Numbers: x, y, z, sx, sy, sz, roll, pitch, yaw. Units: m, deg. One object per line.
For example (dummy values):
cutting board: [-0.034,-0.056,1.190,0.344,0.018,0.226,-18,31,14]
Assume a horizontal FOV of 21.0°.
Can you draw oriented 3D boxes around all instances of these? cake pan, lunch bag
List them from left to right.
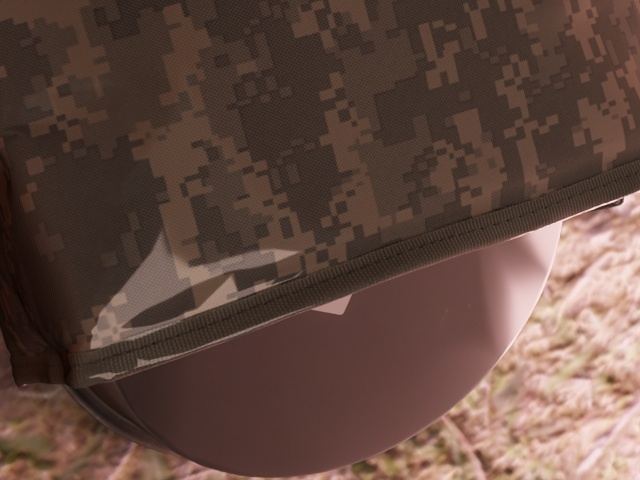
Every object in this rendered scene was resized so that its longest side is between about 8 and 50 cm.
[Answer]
lunch bag: [-0.008,-0.094,0.683,0.287,0.169,0.235,-17,92,-18]
cake pan: [0.000,0.000,0.863,0.293,0.054,0.293,-13,123,-21]
